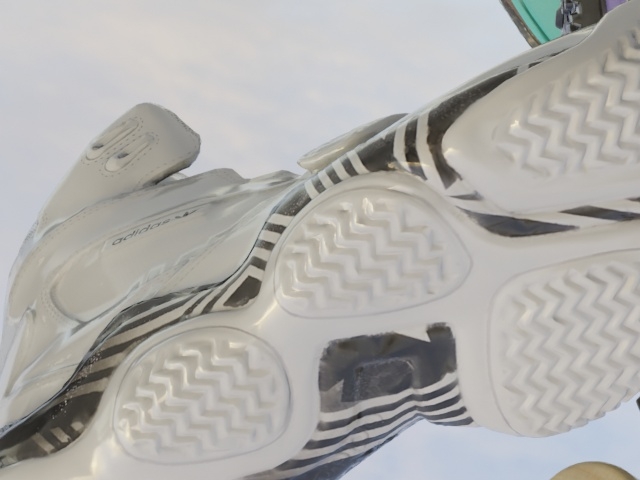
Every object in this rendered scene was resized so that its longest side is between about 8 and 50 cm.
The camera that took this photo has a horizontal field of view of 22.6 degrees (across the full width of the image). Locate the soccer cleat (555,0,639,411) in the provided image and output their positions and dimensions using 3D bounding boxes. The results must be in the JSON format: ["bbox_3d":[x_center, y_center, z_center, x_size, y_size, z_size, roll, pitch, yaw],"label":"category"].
[{"bbox_3d":[0.219,-0.031,0.954,0.116,0.318,0.108,-13,172,2],"label":"soccer cleat"}]

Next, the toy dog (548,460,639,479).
[{"bbox_3d":[0.254,0.252,0.885,0.220,0.161,0.334,12,-135,-56],"label":"toy dog"}]

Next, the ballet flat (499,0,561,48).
[{"bbox_3d":[0.265,-0.156,1.220,0.483,0.164,0.182,51,-160,-6],"label":"ballet flat"}]

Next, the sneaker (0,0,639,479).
[{"bbox_3d":[0.000,0.000,0.623,0.137,0.366,0.210,45,-163,-31],"label":"sneaker"}]
